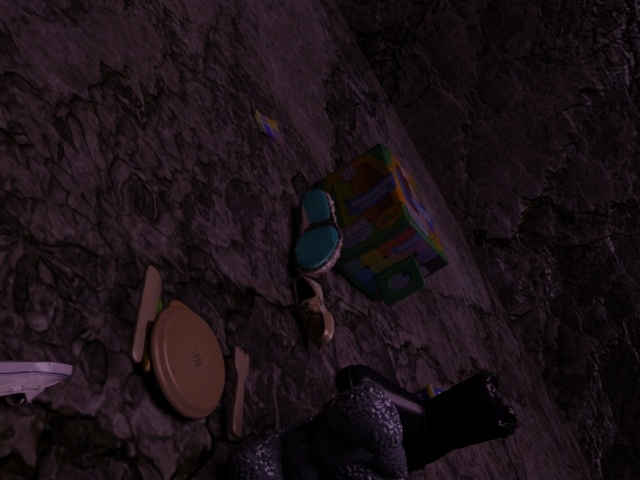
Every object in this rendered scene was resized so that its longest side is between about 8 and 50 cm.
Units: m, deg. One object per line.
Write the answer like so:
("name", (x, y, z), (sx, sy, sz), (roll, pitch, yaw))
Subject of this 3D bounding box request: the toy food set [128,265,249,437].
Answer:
("toy food set", (-0.147, 0.129, 0.767), (0.192, 0.038, 0.132), (51, 27, -39))

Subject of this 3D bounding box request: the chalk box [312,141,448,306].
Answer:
("chalk box", (0.123, -0.011, 1.422), (0.179, 0.180, 0.289), (41, 26, -45))

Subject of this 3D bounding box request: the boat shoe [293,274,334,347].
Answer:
("boat shoe", (-0.016, 0.107, 1.105), (0.045, 0.050, 0.135), (41, 17, -37))

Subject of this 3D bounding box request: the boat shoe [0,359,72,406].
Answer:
("boat shoe", (-0.237, 0.113, 0.562), (0.100, 0.035, 0.035), (22, 69, -67))

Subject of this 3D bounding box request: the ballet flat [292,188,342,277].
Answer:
("ballet flat", (0.000, 0.000, 1.253), (0.241, 0.091, 0.077), (-86, 164, -52))

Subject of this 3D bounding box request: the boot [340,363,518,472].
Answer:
("boot", (0.177, 0.251, 1.135), (0.246, 0.207, 0.094), (51, 21, -23))

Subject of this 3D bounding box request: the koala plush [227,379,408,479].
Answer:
("koala plush", (0.043, 0.290, 0.785), (0.221, 0.196, 0.203), (61, 9, 15))

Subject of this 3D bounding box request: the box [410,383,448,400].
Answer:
("box", (0.232, 0.327, 1.400), (0.169, 0.054, 0.059), (29, 35, -55))

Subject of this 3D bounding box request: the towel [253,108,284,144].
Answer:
("towel", (-0.103, -0.226, 1.419), (0.083, 0.009, 0.060), (22, 43, -62))
